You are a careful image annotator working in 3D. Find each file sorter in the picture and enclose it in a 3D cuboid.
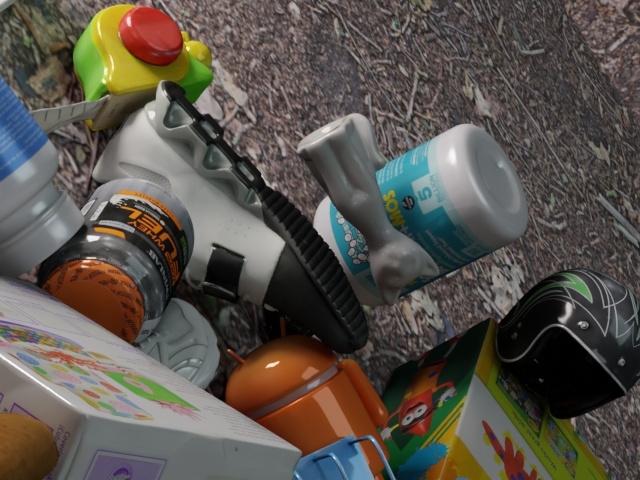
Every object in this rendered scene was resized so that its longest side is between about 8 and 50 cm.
[{"bbox_3d":[-0.010,0.265,1.484,0.118,0.170,0.104,65,-15,6],"label":"file sorter"}]

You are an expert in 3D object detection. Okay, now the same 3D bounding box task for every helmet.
[{"bbox_3d":[0.301,0.112,1.843,0.169,0.161,0.169,41,32,-33],"label":"helmet"}]

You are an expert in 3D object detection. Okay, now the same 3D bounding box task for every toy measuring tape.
[{"bbox_3d":[-0.235,-0.172,1.600,0.330,0.121,0.121,-19,83,-48],"label":"toy measuring tape"}]

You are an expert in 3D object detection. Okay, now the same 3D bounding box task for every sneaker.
[{"bbox_3d":[-0.093,0.007,1.608,0.330,0.146,0.122,48,12,3],"label":"sneaker"},{"bbox_3d":[-0.165,0.124,1.463,0.115,0.090,0.232,43,32,-26],"label":"sneaker"}]

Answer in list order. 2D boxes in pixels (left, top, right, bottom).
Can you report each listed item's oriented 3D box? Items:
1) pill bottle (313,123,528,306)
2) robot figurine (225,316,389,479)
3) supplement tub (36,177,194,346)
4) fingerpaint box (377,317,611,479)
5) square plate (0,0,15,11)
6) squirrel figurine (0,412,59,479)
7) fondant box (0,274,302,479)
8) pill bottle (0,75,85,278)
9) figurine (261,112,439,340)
[{"bbox_3d":[0.095,-0.016,1.833,0.146,0.264,0.146,39,35,-35],"label":"pill bottle"},{"bbox_3d":[-0.013,0.189,1.618,0.219,0.158,0.128,61,0,-2],"label":"robot figurine"},{"bbox_3d":[-0.187,0.027,1.450,0.117,0.117,0.190,54,19,-16],"label":"supplement tub"},{"bbox_3d":[0.227,0.376,1.819,0.445,0.163,0.371,52,29,-14],"label":"fingerpaint box"},{"bbox_3d":[-0.405,-0.362,1.524,0.347,0.049,0.344,55,29,-13],"label":"square plate"},{"bbox_3d":[-0.418,0.095,0.875,0.370,0.281,0.397,55,25,0],"label":"squirrel figurine"},{"bbox_3d":[-0.211,0.112,1.172,0.330,0.096,0.238,26,3,37],"label":"fondant box"},{"bbox_3d":[-0.302,-0.079,1.365,0.221,0.124,0.124,53,29,-15],"label":"pill bottle"},{"bbox_3d":[0.000,0.000,1.727,0.209,0.215,0.092,61,4,-11],"label":"figurine"}]
